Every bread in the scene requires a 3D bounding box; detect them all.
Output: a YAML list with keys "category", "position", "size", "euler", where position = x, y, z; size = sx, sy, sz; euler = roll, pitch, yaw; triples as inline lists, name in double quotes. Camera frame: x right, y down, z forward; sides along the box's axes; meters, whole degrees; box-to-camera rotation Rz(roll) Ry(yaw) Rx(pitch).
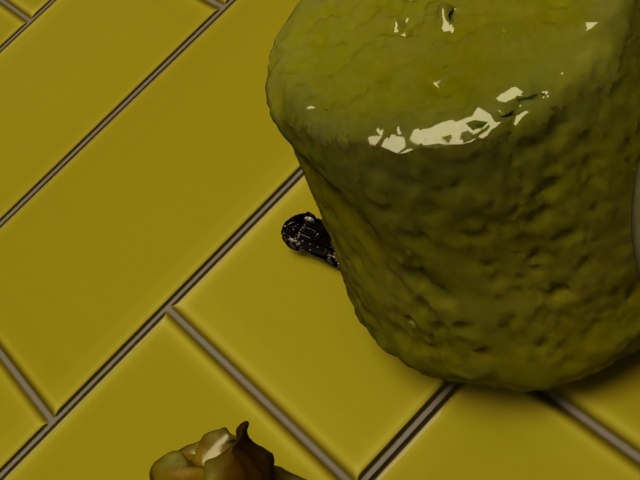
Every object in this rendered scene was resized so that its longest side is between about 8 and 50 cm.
- category: "bread"
  position: [0.132, -0.081, 0.904]
  size: [0.348, 0.308, 0.348]
  euler: [-20, 45, 21]

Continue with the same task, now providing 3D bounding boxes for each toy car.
- category: "toy car"
  position: [0.000, 0.000, 1.118]
  size: [0.093, 0.025, 0.041]
  euler: [23, 68, 38]

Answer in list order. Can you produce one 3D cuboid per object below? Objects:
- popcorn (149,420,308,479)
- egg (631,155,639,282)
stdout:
- category: "popcorn"
  position: [-0.067, 0.312, 0.760]
  size: [0.321, 0.326, 0.290]
  euler: [-38, 13, -37]
- category: "egg"
  position: [0.332, -0.017, 0.670]
  size: [0.278, 0.278, 0.336]
  euler: [3, 28, 33]
